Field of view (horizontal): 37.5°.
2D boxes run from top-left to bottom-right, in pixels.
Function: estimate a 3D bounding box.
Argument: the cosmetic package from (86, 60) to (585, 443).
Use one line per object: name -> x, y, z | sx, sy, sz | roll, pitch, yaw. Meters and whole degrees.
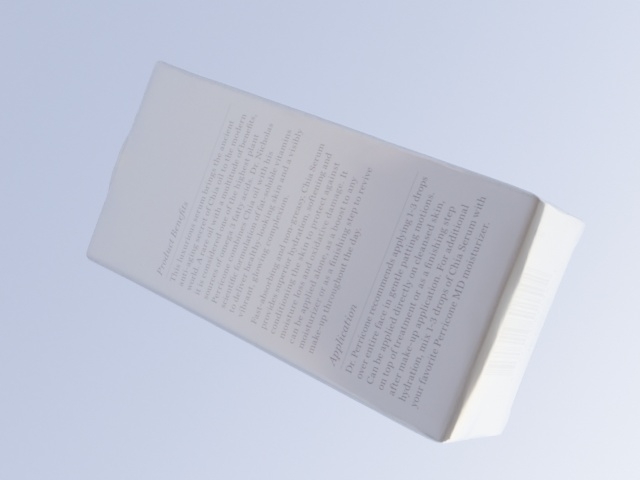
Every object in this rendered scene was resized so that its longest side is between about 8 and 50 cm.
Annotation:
cosmetic package -> 0.000, 0.000, 0.949 | 0.161, 0.453, 0.230 | 14, -81, -59
